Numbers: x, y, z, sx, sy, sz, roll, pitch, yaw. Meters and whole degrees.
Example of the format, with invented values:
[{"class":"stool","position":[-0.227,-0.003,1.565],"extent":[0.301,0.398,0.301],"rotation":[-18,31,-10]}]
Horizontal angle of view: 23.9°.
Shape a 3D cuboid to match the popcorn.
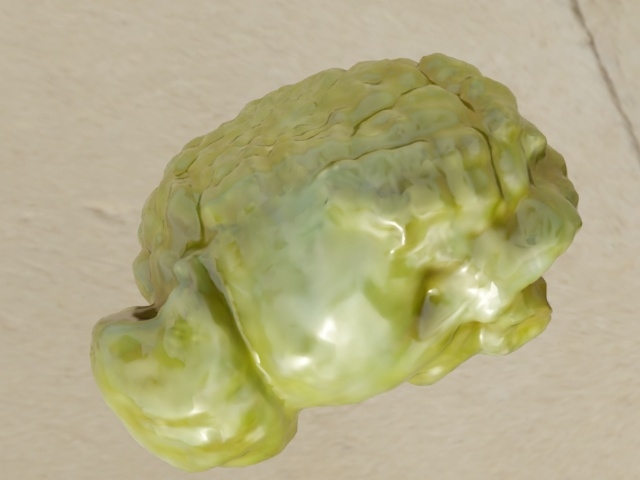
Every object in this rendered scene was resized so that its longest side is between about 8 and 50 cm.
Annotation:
[{"class":"popcorn","position":[0.000,0.000,0.880],"extent":[0.286,0.225,0.174],"rotation":[-28,117,0]}]
